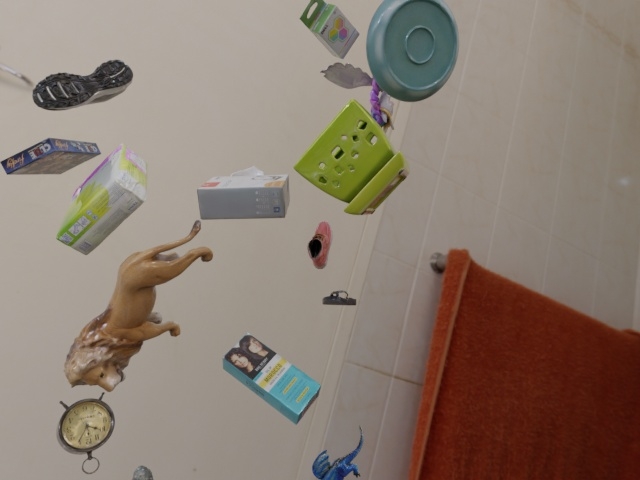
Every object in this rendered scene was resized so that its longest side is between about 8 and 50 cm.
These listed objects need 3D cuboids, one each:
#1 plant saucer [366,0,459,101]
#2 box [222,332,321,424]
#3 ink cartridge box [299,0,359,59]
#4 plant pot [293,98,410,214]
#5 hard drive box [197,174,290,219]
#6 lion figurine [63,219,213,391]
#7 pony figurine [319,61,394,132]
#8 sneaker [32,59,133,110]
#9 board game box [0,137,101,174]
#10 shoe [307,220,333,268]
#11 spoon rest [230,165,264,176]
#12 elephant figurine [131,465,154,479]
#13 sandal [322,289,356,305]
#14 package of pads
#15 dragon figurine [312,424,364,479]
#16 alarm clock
[{"bbox_3d":[0.286,-0.575,1.305,0.317,0.318,0.043,25,6,-26],"label":"plant saucer"},{"bbox_3d":[-0.126,0.347,1.126,0.244,0.100,0.060,30,-42,19],"label":"box"},{"bbox_3d":[0.035,-0.744,1.537,0.209,0.109,0.062,27,10,-49],"label":"ink cartridge box"},{"bbox_3d":[0.100,-0.193,1.142,0.207,0.227,0.228,46,14,9],"label":"plant pot"},{"bbox_3d":[-0.210,-0.126,1.262,0.232,0.089,0.181,-2,19,1],"label":"hard drive box"},{"bbox_3d":[-0.403,0.131,0.968,0.142,0.392,0.240,26,13,30],"label":"lion figurine"},{"bbox_3d":[0.225,-0.620,1.610,0.302,0.364,0.351,17,-6,44],"label":"pony figurine"},{"bbox_3d":[-0.668,-0.423,1.257,0.108,0.271,0.100,-24,-84,58],"label":"sneaker"},{"bbox_3d":[-0.810,-0.253,1.348,0.165,0.042,0.243,-24,7,6],"label":"board game box"},{"bbox_3d":[0.000,0.000,1.470,0.063,0.178,0.081,0,-27,15],"label":"shoe"},{"bbox_3d":[-0.234,-0.195,1.479,0.137,0.084,0.276,32,14,-15],"label":"spoon rest"},{"bbox_3d":[-0.230,0.508,0.747,0.169,0.240,0.186,4,-20,1],"label":"elephant figurine"},{"bbox_3d":[0.071,0.218,1.677,0.097,0.055,0.254,-1,-9,16],"label":"sandal"},{"bbox_3d":[-0.573,-0.122,1.192,0.101,0.229,0.296,44,8,-35],"label":"package of pads"},{"bbox_3d":[0.034,0.695,1.328,0.144,0.289,0.085,28,2,-29],"label":"dragon figurine"},{"bbox_3d":[-0.601,0.498,1.133,0.129,0.192,0.064,1,-34,-40],"label":"alarm clock"}]
